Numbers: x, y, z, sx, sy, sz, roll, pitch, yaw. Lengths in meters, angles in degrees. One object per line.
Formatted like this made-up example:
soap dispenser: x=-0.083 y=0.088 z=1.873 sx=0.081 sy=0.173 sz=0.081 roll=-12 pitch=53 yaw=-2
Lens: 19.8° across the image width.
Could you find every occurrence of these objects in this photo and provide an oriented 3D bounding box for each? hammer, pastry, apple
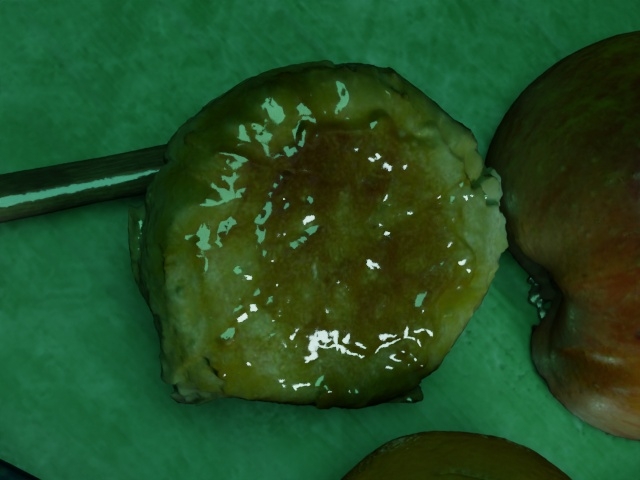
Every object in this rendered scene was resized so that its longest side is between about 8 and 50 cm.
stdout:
hammer: x=-0.104 y=-0.050 z=1.274 sx=0.365 sy=0.043 sz=0.111 roll=-12 pitch=62 yaw=-13
pastry: x=-0.005 y=-0.003 z=1.226 sx=0.257 sy=0.121 sz=0.236 roll=3 pitch=96 yaw=-21
apple: x=0.253 y=-0.017 z=1.256 sx=0.251 sy=0.163 sz=0.293 roll=-26 pitch=81 yaw=-13

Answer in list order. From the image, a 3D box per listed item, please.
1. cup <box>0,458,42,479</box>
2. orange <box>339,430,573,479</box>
cup: x=-0.209 y=0.295 z=1.098 sx=0.308 sy=0.242 sz=0.292 roll=27 pitch=74 yaw=2
orange: x=0.087 y=0.231 z=1.181 sx=0.224 sy=0.170 sz=0.224 roll=2 pitch=79 yaw=-8
